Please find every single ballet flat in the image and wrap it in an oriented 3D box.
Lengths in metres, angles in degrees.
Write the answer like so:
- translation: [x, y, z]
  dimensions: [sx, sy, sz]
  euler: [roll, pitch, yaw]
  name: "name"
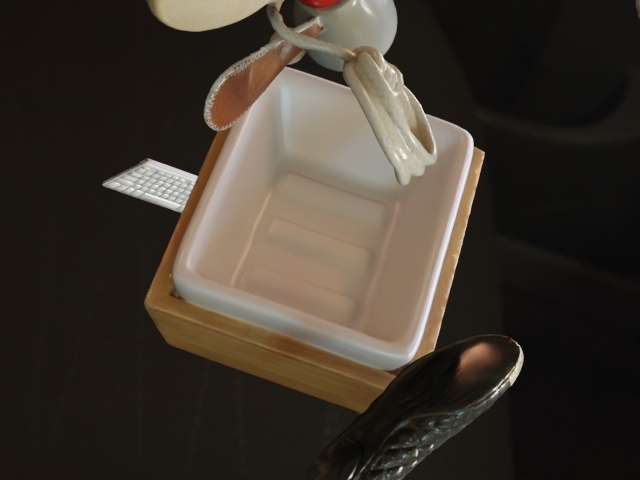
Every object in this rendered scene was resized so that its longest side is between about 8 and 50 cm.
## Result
- translation: [0.063, 0.122, 1.054]
  dimensions: [0.057, 0.173, 0.049]
  euler: [51, -3, 41]
  name: "ballet flat"

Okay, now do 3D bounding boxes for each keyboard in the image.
- translation: [-0.138, -0.047, 1.866]
  dimensions: [0.256, 0.072, 0.014]
  euler: [19, 51, -47]
  name: "keyboard"

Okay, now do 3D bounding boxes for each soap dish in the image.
- translation: [0.000, 0.000, 1.346]
  dimensions: [0.229, 0.118, 0.290]
  euler: [19, 49, 0]
  name: "soap dish"

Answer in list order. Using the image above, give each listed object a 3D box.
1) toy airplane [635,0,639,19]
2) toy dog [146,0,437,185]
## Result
- translation: [0.352, -0.191, 1.086]
  dimensions: [0.272, 0.386, 0.384]
  euler: [5, 41, 27]
  name: "toy airplane"
- translation: [-0.072, -0.161, 0.997]
  dimensions: [0.333, 0.161, 0.220]
  euler: [49, 24, -47]
  name: "toy dog"
